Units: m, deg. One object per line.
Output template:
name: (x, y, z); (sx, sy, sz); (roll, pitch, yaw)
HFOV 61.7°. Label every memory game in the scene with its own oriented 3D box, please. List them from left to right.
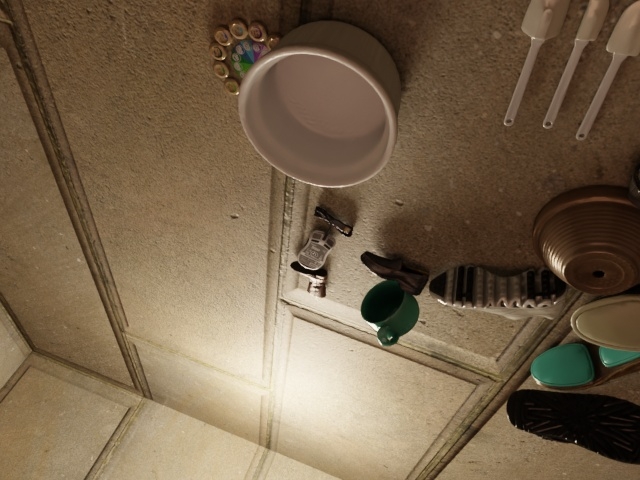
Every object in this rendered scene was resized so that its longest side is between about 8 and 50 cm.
memory game: (-0.127, -0.330, 1.017); (0.186, 0.012, 0.186); (15, 140, 13)

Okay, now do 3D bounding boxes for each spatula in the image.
spatula: (0.377, -0.264, 0.816); (0.168, 0.019, 0.242); (12, 140, 8)

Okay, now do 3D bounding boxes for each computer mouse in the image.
computer mouse: (0.000, 0.000, 1.297); (0.106, 0.042, 0.193); (27, 136, -8)

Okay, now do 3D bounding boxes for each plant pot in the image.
plant pot: (0.512, 0.023, 0.987); (0.237, 0.109, 0.237); (16, 140, 14)

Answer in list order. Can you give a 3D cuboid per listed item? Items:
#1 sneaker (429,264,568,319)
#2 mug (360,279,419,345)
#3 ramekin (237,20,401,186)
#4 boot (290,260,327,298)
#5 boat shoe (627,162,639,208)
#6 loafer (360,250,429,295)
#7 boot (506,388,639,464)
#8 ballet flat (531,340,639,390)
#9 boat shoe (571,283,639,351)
sneaker: (0.386, 0.126, 1.183); (0.292, 0.110, 0.118); (2, 144, 27)
mug: (0.170, 0.186, 1.318); (0.097, 0.157, 0.129); (46, 162, -32)
ramekin: (0.009, -0.239, 0.937); (0.277, 0.135, 0.277); (13, 139, 11)
boot: (-0.032, 0.109, 1.443); (0.106, 0.037, 0.114); (20, 146, 11)
boat shoe: (0.661, -0.055, 0.832); (0.335, 0.112, 0.095); (20, 159, 16)
loafer: (0.176, 0.064, 1.266); (0.170, 0.062, 0.061); (26, 119, -6)
boot: (0.644, 0.442, 1.290); (0.348, 0.131, 0.260); (7, 162, 39)
ballet flat: (0.648, 0.272, 1.212); (0.124, 0.116, 0.342); (20, 141, -23)
boat shoe: (0.660, 0.119, 1.014); (0.340, 0.113, 0.127); (-21, 104, 35)
